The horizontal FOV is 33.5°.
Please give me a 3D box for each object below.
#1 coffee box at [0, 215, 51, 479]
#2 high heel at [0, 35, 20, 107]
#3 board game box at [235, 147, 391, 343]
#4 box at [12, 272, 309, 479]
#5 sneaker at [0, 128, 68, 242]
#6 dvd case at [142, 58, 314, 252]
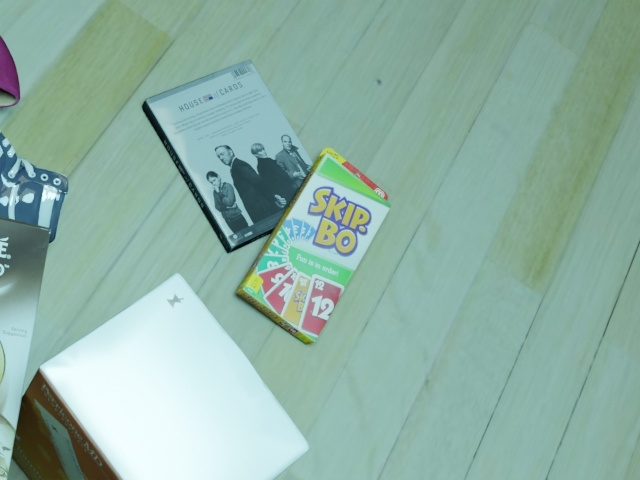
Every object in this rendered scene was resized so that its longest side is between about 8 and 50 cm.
[{"bbox_3d":[-0.381,0.118,1.027,0.168,0.119,0.297,14,75,-31],"label":"coffee box"},{"bbox_3d":[-0.551,-0.203,1.255,0.377,0.127,0.181,-23,69,-32],"label":"high heel"},{"bbox_3d":[0.000,0.000,1.445,0.124,0.039,0.259,38,62,-16],"label":"board game box"},{"bbox_3d":[-0.191,0.212,1.117,0.168,0.345,0.215,-35,85,-30],"label":"box"},{"bbox_3d":[-0.395,-0.114,1.273,0.153,0.099,0.282,-13,101,-27],"label":"sneaker"},{"bbox_3d":[-0.112,-0.121,1.470,0.179,0.029,0.238,-27,81,-29],"label":"dvd case"}]
